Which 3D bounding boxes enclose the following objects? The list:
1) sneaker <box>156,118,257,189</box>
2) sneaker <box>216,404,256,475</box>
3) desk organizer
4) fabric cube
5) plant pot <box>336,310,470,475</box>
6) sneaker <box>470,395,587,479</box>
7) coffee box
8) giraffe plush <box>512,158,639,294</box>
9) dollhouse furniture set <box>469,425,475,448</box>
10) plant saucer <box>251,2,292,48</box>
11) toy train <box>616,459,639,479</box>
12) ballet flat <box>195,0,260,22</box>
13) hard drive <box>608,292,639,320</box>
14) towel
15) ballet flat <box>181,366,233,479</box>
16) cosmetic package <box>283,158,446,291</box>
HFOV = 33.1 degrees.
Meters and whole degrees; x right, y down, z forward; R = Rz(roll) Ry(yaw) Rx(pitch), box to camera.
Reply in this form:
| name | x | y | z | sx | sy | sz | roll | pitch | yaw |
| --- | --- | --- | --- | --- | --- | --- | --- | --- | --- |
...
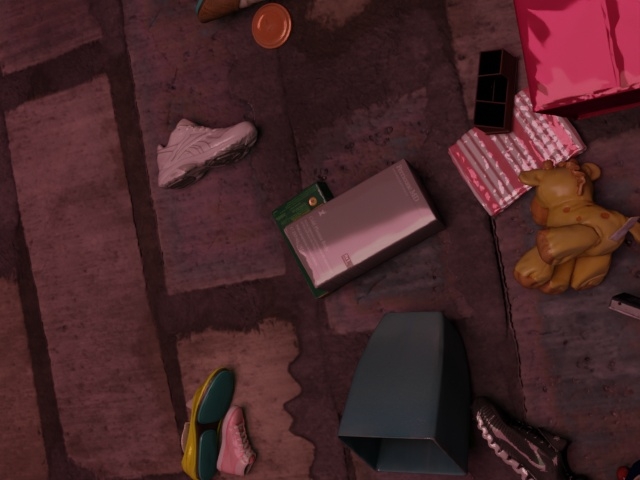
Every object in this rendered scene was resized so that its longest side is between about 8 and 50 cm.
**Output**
| name | x | y | z | sx | sy | sz | roll | pitch | yaw |
| --- | --- | --- | --- | --- | --- | --- | --- | --- | --- |
| sneaker | -0.224 | -0.184 | 2.004 | 0.232 | 0.090 | 0.115 | -23 | 78 | 25 |
| sneaker | -0.148 | 0.377 | 2.008 | 0.070 | 0.051 | 0.134 | 16 | 103 | 24 |
| desk organizer | 0.282 | -0.240 | 1.739 | 0.047 | 0.050 | 0.130 | -1 | 78 | 37 |
| fabric cube | 0.436 | -0.330 | 1.564 | 0.259 | 0.254 | 0.258 | -11 | 89 | 27 |
| plant pot | 0.153 | 0.241 | 1.755 | 0.166 | 0.165 | 0.234 | -3 | 59 | 28 |
| sneaker | 0.344 | 0.333 | 1.740 | 0.106 | 0.078 | 0.234 | -42 | 77 | 19 |
| coffee box | 0.000 | 0.000 | 1.920 | 0.113 | 0.040 | 0.184 | -34 | 77 | 23 |
| giraffe plush | 0.381 | -0.038 | 1.668 | 0.210 | 0.181 | 0.170 | -44 | 51 | 33 |
| dollhouse furniture set | 0.186 | 0.339 | 1.849 | 0.152 | 0.059 | 0.076 | -11 | 95 | 46 |
| plant saucer | -0.090 | -0.392 | 1.965 | 0.084 | 0.013 | 0.083 | 1 | 92 | 27 |
| toy train | 0.498 | 0.398 | 1.567 | 0.105 | 0.248 | 0.143 | -37 | 80 | 23 |
| ballet flat | -0.096 | -0.516 | 1.924 | 0.124 | 0.116 | 0.342 | 33 | 103 | 2 |
| hard drive | 0.513 | 0.114 | 1.629 | 0.135 | 0.094 | 0.022 | 21 | 101 | 25 |
| towel | 0.319 | -0.149 | 1.759 | 0.197 | 0.029 | 0.144 | -38 | 73 | 23 |
| ballet flat | -0.225 | 0.341 | 2.037 | 0.077 | 0.077 | 0.230 | 19 | 103 | 42 |
| cosmetic package | 0.078 | -0.023 | 1.816 | 0.238 | 0.107 | 0.127 | -32 | 75 | 13 |
